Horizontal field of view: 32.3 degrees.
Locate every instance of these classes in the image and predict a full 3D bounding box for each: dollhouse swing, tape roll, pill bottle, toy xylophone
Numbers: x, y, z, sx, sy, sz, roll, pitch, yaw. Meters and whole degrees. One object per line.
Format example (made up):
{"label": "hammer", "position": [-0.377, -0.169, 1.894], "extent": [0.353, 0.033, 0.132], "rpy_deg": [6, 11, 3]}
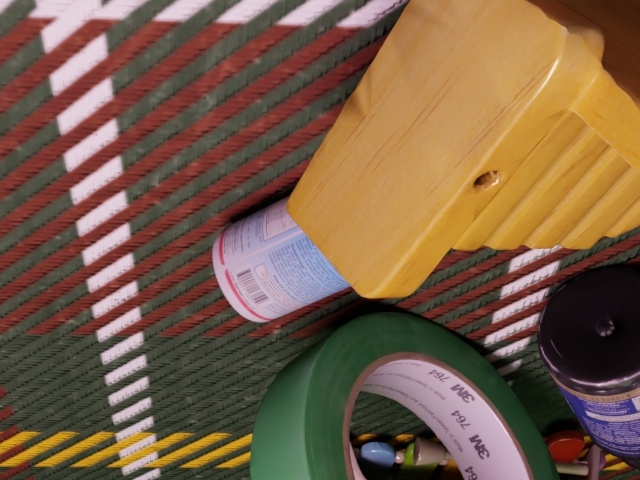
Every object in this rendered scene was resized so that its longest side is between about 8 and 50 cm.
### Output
{"label": "dollhouse swing", "position": [0.226, 0.012, 0.647], "extent": [0.346, 0.305, 0.315], "rpy_deg": [-1, 143, -31]}
{"label": "tape roll", "position": [0.087, 0.223, 0.973], "extent": [0.321, 0.321, 0.077], "rpy_deg": [26, 136, -31]}
{"label": "pill bottle", "position": [0.288, 0.130, 1.024], "extent": [0.122, 0.123, 0.219], "rpy_deg": [-17, 140, 19]}
{"label": "toy xylophone", "position": [0.171, 0.265, 1.229], "extent": [0.322, 0.081, 0.236], "rpy_deg": [9, 141, -13]}
{"label": "pill bottle", "position": [0.000, 0.000, 0.873], "extent": [0.160, 0.087, 0.087], "rpy_deg": [-24, 137, 27]}
